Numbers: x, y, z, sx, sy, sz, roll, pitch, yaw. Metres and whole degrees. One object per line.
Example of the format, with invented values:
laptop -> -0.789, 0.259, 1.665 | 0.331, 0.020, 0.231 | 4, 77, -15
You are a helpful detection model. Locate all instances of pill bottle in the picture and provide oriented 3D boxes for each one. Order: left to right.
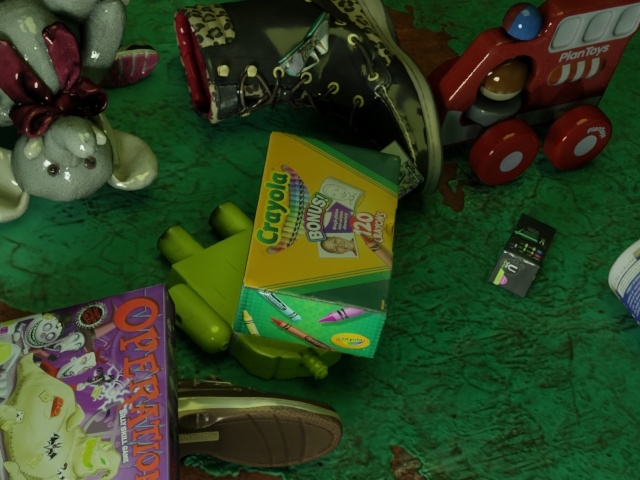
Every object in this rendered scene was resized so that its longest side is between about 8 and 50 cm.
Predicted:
pill bottle -> 0.455, 0.088, 1.921 | 0.112, 0.112, 0.187 | -12, 51, -28

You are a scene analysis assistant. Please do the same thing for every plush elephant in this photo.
plush elephant -> -0.328, -0.159, 1.835 | 0.272, 0.330, 0.255 | -25, 81, -20

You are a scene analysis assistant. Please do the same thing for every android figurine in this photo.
android figurine -> -0.064, 0.063, 1.824 | 0.248, 0.056, 0.273 | -25, 56, -36

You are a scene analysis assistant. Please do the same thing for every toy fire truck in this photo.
toy fire truck -> 0.285, -0.228, 2.079 | 0.302, 0.254, 0.169 | -13, 51, -28

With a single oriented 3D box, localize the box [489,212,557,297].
box -> 0.258, 0.019, 1.962 | 0.052, 0.062, 0.083 | 25, 45, 7

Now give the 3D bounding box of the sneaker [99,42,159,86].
sneaker -> -0.301, -0.245, 2.047 | 0.170, 0.063, 0.075 | -14, 58, -22

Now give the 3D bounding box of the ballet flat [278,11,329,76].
ballet flat -> -0.012, -0.248, 1.982 | 0.041, 0.041, 0.114 | 29, 54, 11

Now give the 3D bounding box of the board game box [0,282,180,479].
board game box -> -0.247, 0.206, 1.566 | 0.208, 0.056, 0.347 | -11, 46, 4

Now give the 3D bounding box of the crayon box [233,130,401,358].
crayon box -> 0.000, 0.000, 1.804 | 0.165, 0.081, 0.278 | 11, 43, -3

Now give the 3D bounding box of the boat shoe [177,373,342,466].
boat shoe -> -0.105, 0.181, 1.665 | 0.257, 0.095, 0.095 | 4, 39, -13

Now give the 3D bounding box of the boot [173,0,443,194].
boot -> -0.017, -0.198, 2.042 | 0.284, 0.138, 0.377 | -11, 60, -19

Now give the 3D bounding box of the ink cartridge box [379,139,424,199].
ink cartridge box -> 0.068, -0.068, 1.946 | 0.063, 0.115, 0.029 | 53, 9, -5

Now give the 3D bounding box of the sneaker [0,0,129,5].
sneaker -> -0.376, -0.325, 2.034 | 0.236, 0.130, 0.323 | 4, 35, 1
